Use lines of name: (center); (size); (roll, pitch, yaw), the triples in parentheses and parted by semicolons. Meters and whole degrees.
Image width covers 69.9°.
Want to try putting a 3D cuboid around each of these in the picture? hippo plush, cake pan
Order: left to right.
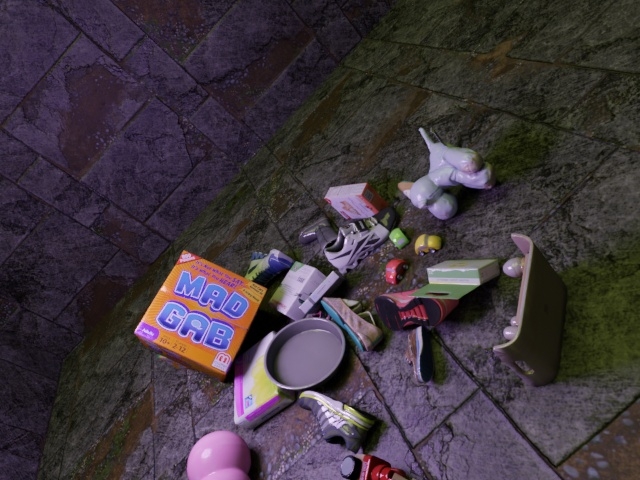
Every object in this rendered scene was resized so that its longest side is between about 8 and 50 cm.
cake pan: (-0.050, 0.393, 1.574); (0.294, 0.054, 0.293); (-14, 37, 11)
hippo plush: (0.415, -0.194, 1.527); (0.236, 0.294, 0.234); (-56, 14, 8)

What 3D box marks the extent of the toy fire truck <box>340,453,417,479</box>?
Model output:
toy fire truck: (0.164, 0.638, 1.082); (0.246, 0.159, 0.216); (-27, 37, 49)

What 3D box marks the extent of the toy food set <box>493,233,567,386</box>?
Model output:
toy food set: (0.490, 0.164, 1.088); (0.093, 0.220, 0.305); (-9, 50, 46)

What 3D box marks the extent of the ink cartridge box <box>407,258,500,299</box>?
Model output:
ink cartridge box: (0.378, 0.106, 1.311); (0.171, 0.235, 0.056); (-4, 98, 48)

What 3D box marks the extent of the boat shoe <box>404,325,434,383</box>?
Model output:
boat shoe: (0.281, 0.335, 1.318); (0.066, 0.066, 0.183); (-33, 25, 33)

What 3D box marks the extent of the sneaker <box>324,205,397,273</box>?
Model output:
sneaker: (0.154, -0.026, 1.773); (0.330, 0.146, 0.122); (-46, 31, 3)

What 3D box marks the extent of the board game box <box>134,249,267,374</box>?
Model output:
board game box: (-0.464, 0.318, 1.836); (0.356, 0.357, 0.356); (121, 174, -65)

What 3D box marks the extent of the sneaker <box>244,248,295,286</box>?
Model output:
sneaker: (-0.250, 0.151, 2.114); (0.316, 0.128, 0.182); (-10, 52, 55)

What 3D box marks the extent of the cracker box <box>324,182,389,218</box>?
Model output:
cracker box: (0.148, -0.160, 1.907); (0.232, 0.156, 0.067); (1, 58, 52)

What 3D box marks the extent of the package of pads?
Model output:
package of pads: (-0.211, 0.507, 1.694); (0.229, 0.101, 0.296); (-39, 34, 17)

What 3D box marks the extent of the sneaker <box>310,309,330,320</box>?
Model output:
sneaker: (-0.023, 0.301, 1.723); (0.119, 0.057, 0.047); (-40, 35, 17)

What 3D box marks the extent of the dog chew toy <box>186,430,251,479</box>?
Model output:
dog chew toy: (-0.306, 0.780, 1.445); (0.207, 0.207, 0.331); (-42, 41, 12)

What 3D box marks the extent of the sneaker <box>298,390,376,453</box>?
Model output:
sneaker: (0.026, 0.536, 1.374); (0.300, 0.111, 0.121); (-2, 59, 52)

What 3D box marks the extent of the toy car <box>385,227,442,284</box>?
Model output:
toy car: (0.294, 0.019, 1.636); (0.239, 0.053, 0.224); (-41, 33, 13)

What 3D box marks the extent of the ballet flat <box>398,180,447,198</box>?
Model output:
ballet flat: (0.373, -0.184, 1.736); (0.232, 0.080, 0.073); (9, 74, 54)

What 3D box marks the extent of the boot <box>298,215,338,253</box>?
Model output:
boot: (-0.002, 0.000, 2.016); (0.190, 0.076, 0.208); (-43, 39, 15)

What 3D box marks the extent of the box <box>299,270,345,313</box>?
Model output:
box: (0.011, 0.198, 1.724); (0.038, 0.145, 0.186); (44, 93, 15)

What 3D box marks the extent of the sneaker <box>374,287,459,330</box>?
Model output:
sneaker: (0.296, 0.205, 1.415); (0.136, 0.115, 0.314); (-18, 3, -32)

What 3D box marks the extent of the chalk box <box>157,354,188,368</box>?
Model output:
chalk box: (-0.661, 0.498, 2.223); (0.133, 0.132, 0.212); (-15, 45, 42)

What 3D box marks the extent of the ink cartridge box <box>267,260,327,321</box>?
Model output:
ink cartridge box: (-0.093, 0.208, 1.871); (0.219, 0.093, 0.160); (-57, 32, -11)

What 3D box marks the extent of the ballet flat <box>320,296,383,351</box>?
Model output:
ballet flat: (0.114, 0.268, 1.573); (0.106, 0.107, 0.316); (-33, 35, -11)
